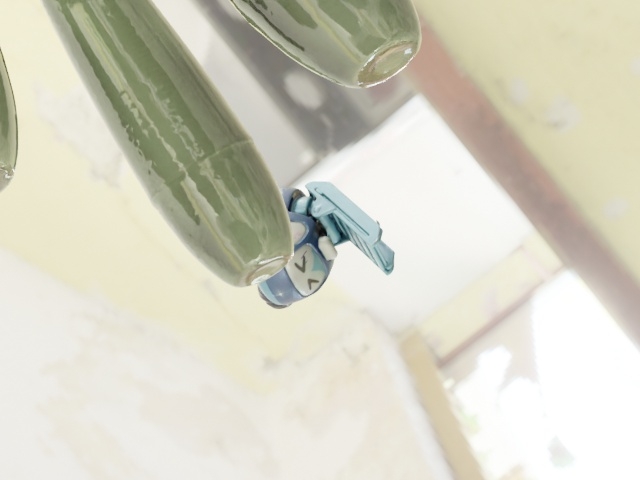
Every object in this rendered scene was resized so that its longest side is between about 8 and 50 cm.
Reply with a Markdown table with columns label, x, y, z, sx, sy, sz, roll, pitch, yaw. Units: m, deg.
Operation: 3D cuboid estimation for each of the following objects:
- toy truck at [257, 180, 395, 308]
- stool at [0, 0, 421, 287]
| label | x | y | z | sx | sy | sz | roll | pitch | yaw |
| --- | --- | --- | --- | --- | --- | --- | --- | --- | --- |
| toy truck | 0.000 | 0.000 | 0.886 | 0.056 | 0.090 | 0.073 | 58 | -147 | -44 |
| stool | -0.104 | -0.080 | 0.514 | 0.199 | 0.195 | 0.195 | 60 | 150 | 20 |
